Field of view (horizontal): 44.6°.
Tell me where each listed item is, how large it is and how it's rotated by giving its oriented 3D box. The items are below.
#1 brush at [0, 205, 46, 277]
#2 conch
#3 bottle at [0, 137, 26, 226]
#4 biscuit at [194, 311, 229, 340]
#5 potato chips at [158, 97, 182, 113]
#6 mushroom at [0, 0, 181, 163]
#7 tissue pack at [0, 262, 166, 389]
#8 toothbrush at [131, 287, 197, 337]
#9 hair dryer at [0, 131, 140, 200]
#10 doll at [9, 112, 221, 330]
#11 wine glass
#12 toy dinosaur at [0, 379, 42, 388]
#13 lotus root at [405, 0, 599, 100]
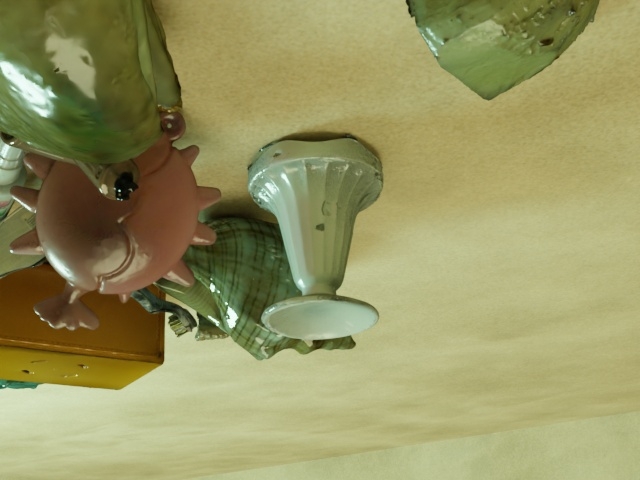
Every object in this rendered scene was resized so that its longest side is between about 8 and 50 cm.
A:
[{"bbox_3d":[-0.363,0.010,0.924,0.327,0.070,0.065,-32,-170,16],"label":"brush"},{"bbox_3d":[-0.114,0.037,1.019,0.386,0.169,0.203,41,138,-4],"label":"conch"},{"bbox_3d":[-0.360,-0.063,0.861,0.060,0.060,0.217,12,154,-29],"label":"bottle"},{"bbox_3d":[-0.124,0.110,1.184,0.133,0.032,0.250,-4,-174,-8],"label":"biscuit"},{"bbox_3d":[-0.234,-0.142,0.736,0.204,0.037,0.026,1,166,-21],"label":"potato chips"},{"bbox_3d":[-0.219,-0.153,0.527,0.218,0.211,0.292,-9,163,-6],"label":"mushroom"},{"bbox_3d":[-0.401,0.132,1.194,0.275,0.145,0.194,14,149,-31],"label":"tissue pack"},{"bbox_3d":[-0.239,0.071,1.044,0.042,0.035,0.413,-31,159,-3],"label":"toothbrush"},{"bbox_3d":[-0.192,-0.074,0.666,0.117,0.182,0.064,16,107,-43],"label":"hair dryer"},{"bbox_3d":[-0.215,-0.021,0.811,0.211,0.261,0.093,23,-169,-12],"label":"doll"},{"bbox_3d":[0.000,0.000,0.879,0.165,0.196,0.165,-4,154,-2],"label":"wine glass"},{"bbox_3d":[-0.545,0.243,1.513,0.384,0.129,0.331,-15,164,22],"label":"toy dinosaur"},{"bbox_3d":[0.160,-0.180,0.641,0.143,0.070,0.144,18,148,-39],"label":"lotus root"}]
